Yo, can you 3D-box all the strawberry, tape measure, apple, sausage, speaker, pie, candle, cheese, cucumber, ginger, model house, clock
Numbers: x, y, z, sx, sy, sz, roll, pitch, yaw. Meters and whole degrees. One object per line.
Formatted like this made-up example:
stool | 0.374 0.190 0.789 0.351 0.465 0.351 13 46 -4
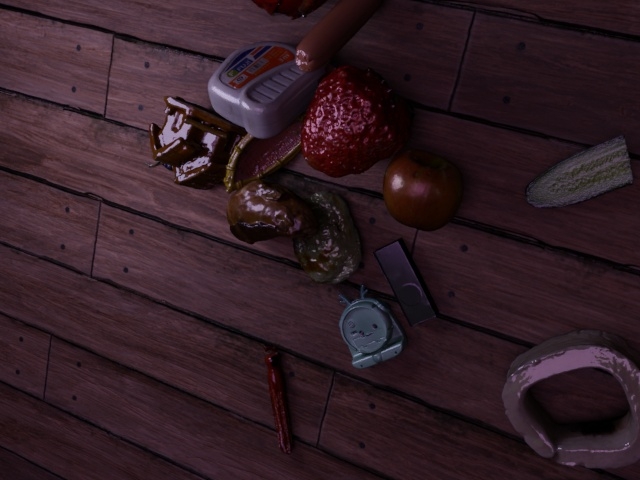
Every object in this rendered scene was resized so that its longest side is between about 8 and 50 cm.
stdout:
strawberry | 0.075 -0.276 1.661 0.257 0.257 0.277 45 101 9
tape measure | -0.128 -0.386 1.734 0.265 0.258 0.130 31 153 27
apple | 0.243 -0.117 1.652 0.195 0.196 0.196 4 101 22
sausage | 0.048 -0.519 1.655 0.086 0.086 0.289 41 79 11
speaker | 0.220 0.109 1.780 0.082 0.044 0.218 -26 89 24
pie | 0.000 0.000 1.827 0.201 0.090 0.248 -21 87 29
candle | -0.120 0.461 1.978 0.048 0.051 0.330 -7 97 13
cheese | 0.602 0.375 1.611 0.332 0.153 0.293 -16 93 25
cucumber | 0.586 -0.148 1.574 0.243 0.063 0.115 -21 100 24
ginger | -0.144 -0.070 1.781 0.321 0.172 0.165 9 60 53
model house | -0.338 -0.249 1.871 0.219 0.199 0.229 29 105 28
clock | 0.121 0.226 1.831 0.159 0.066 0.211 -28 87 23

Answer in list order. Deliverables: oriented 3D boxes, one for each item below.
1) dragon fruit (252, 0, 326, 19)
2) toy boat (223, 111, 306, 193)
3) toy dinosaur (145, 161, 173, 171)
dragon fruit | -0.073 -0.691 1.633 0.295 0.295 0.302 23 127 17
toy boat | -0.136 -0.243 1.822 0.318 0.099 0.141 -36 120 17
toy dinosaur | -0.434 -0.229 1.994 0.180 0.037 0.058 13 128 27
